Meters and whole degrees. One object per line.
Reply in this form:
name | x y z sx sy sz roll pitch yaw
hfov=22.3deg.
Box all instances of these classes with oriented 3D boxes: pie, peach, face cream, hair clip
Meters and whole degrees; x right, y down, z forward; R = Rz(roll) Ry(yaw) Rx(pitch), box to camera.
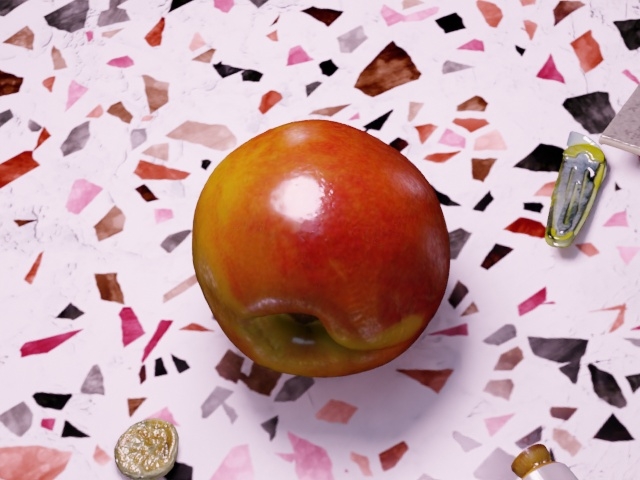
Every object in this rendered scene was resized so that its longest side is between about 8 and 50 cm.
pie | -0.205 0.248 1.931 0.084 0.021 0.084 -6 56 9
peach | 0.000 0.000 1.921 0.308 0.308 0.332 -3 36 9
face cream | 0.275 0.302 1.770 0.072 0.051 0.182 -7 46 -34
hair clip | 0.321 -0.059 2.049 0.060 0.033 0.188 11 54 16

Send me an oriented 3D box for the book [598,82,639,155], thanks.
book | 0.536 -0.139 2.045 0.310 0.021 0.217 20 46 24
